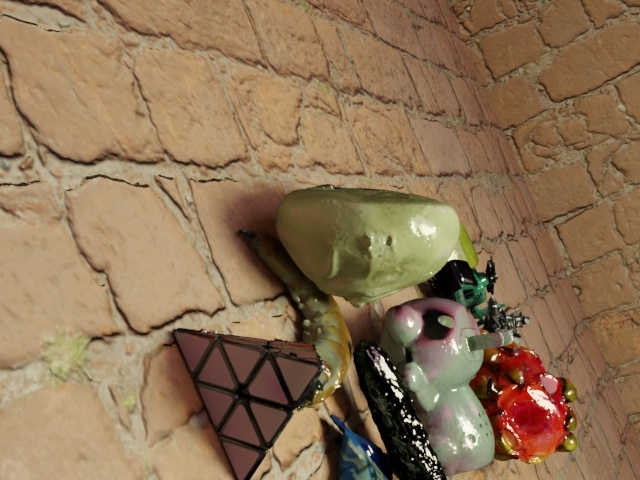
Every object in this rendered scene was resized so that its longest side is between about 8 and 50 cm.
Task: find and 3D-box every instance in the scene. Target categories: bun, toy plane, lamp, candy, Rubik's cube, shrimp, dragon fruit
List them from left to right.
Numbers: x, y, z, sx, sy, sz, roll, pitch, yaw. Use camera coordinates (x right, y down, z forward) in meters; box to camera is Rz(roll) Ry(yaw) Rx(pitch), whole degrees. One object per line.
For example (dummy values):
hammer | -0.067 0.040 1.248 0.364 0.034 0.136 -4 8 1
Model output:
Rubik's cube | -0.105 0.204 0.873 0.211 0.190 0.178 85 18 -85
shrimp | -0.020 0.113 1.089 0.185 0.068 0.287 14 54 -59
bun | 0.073 0.012 1.102 0.283 0.283 0.179 -17 113 -63
candy | 0.075 0.420 0.987 0.187 0.077 0.331 49 26 -33
lamp | 0.220 0.243 1.224 0.247 0.247 0.301 7 69 -56
toy plane | 0.344 0.122 1.631 0.382 0.155 0.106 55 14 -58
toy plane | 0.410 0.196 1.625 0.078 0.169 0.246 63 -2 31
dragon fruit | 0.397 0.316 1.478 0.227 0.243 0.307 -1 67 -19

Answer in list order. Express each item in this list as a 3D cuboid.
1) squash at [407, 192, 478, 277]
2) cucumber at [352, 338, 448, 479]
squash | 0.298 -0.034 1.739 0.252 0.093 0.169 62 29 -5
cucumber | 0.126 0.293 1.109 0.081 0.072 0.304 -10 77 -86
